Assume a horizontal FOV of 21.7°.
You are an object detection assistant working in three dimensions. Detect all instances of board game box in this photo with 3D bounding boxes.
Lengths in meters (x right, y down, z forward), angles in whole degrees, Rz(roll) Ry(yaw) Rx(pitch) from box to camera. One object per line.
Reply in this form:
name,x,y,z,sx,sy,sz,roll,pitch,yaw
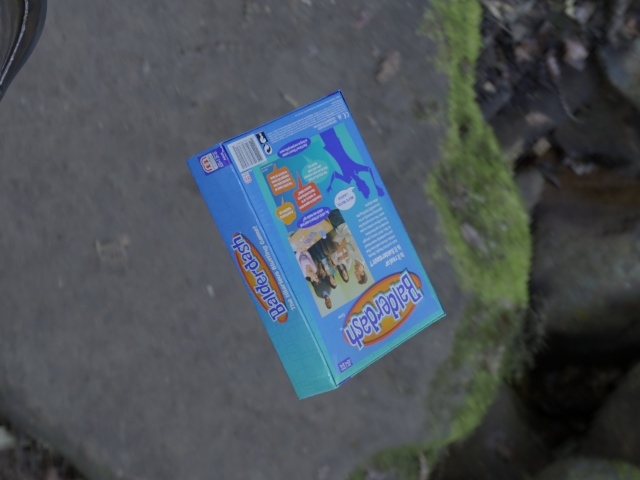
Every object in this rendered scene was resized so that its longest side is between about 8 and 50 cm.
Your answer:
board game box,0.000,0.000,1.342,0.047,0.160,0.210,-23,93,42

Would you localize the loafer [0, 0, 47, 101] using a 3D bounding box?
loafer,-0.276,-0.136,1.301,0.080,0.078,0.220,25,123,0
